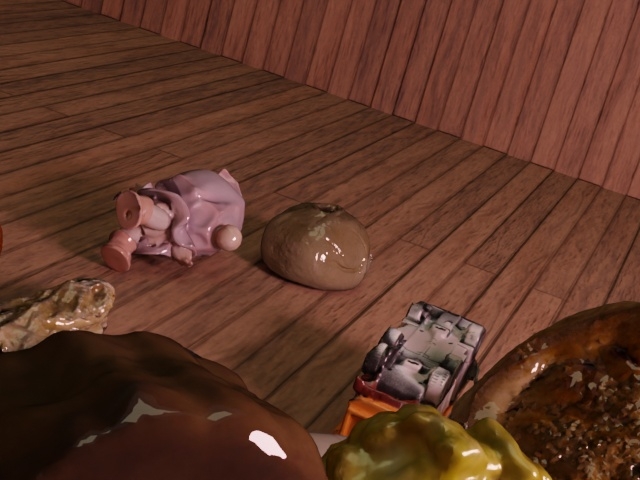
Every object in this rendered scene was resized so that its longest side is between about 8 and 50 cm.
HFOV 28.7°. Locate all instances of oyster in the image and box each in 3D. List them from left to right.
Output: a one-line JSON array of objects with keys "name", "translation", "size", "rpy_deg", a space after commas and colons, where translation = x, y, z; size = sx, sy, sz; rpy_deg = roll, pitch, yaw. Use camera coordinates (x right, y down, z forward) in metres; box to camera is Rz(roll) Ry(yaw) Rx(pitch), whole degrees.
[{"name": "oyster", "translation": [-0.317, 0.086, 1.469], "size": [0.209, 0.072, 0.133], "rpy_deg": [-1, 22, -38]}]

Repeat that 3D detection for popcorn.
[{"name": "popcorn", "translation": [0.074, 0.278, 0.983], "size": [0.235, 0.241, 0.250], "rpy_deg": [-5, 49, 17]}]

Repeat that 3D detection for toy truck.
[{"name": "toy truck", "translation": [0.113, 0.172, 1.490], "size": [0.114, 0.135, 0.270], "rpy_deg": [23, 23, 14]}]

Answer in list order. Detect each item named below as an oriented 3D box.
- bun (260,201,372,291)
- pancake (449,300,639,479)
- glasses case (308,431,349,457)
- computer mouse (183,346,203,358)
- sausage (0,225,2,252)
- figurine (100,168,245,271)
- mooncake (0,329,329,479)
[{"name": "bun", "translation": [0.000, 0.000, 1.919], "size": [0.167, 0.113, 0.173], "rpy_deg": [26, 23, 27]}, {"name": "pancake", "translation": [0.294, 0.211, 1.261], "size": [0.382, 0.071, 0.382], "rpy_deg": [-16, 43, 15]}, {"name": "glasses case", "translation": [-0.047, 0.239, 1.227], "size": [0.327, 0.076, 0.125], "rpy_deg": [6, 22, -29]}, {"name": "computer mouse", "translation": [-0.193, 0.150, 1.375], "size": [0.217, 0.073, 0.122], "rpy_deg": [5, 21, -27]}, {"name": "sausage", "translation": [-0.458, 0.015, 1.467], "size": [0.133, 0.133, 0.258], "rpy_deg": [19, 18, 8]}, {"name": "figurine", "translation": [-0.209, -0.032, 1.807], "size": [0.200, 0.133, 0.276], "rpy_deg": [6, 11, 28]}, {"name": "mooncake", "translation": [-0.144, 0.217, 0.828], "size": [0.324, 0.324, 0.187], "rpy_deg": [5, 18, -30]}]
